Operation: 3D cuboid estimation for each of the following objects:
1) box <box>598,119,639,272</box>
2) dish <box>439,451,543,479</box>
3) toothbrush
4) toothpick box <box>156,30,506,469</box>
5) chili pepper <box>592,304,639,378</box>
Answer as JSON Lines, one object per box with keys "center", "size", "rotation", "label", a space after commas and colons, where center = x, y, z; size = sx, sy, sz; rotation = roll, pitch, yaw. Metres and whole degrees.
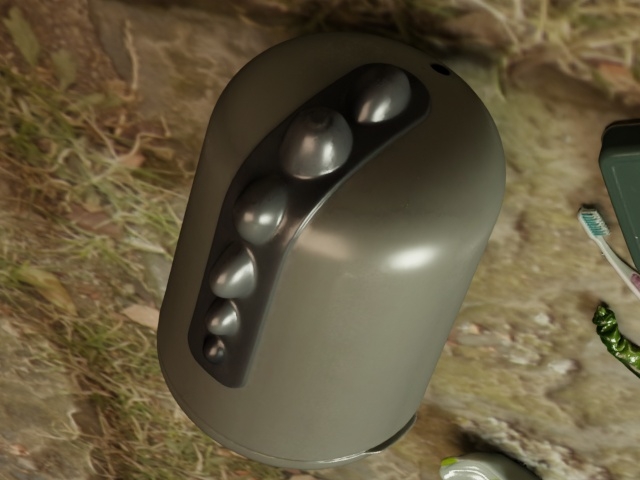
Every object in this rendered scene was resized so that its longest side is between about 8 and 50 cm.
{"center": [0.243, -0.026, 1.084], "size": [0.091, 0.031, 0.126], "rotation": [-2, 130, 30], "label": "box"}
{"center": [0.164, 0.215, 1.377], "size": [0.137, 0.039, 0.091], "rotation": [41, 143, -13], "label": "dish"}
{"center": [0.245, 0.049, 1.174], "size": [0.204, 0.017, 0.022], "rotation": [51, 154, -24], "label": "toothbrush"}
{"center": [0.000, 0.000, 1.097], "size": [0.229, 0.229, 0.316], "rotation": [24, 139, 5], "label": "toothpick box"}
{"center": [0.229, 0.079, 1.213], "size": [0.083, 0.022, 0.027], "rotation": [46, 170, -21], "label": "chili pepper"}
